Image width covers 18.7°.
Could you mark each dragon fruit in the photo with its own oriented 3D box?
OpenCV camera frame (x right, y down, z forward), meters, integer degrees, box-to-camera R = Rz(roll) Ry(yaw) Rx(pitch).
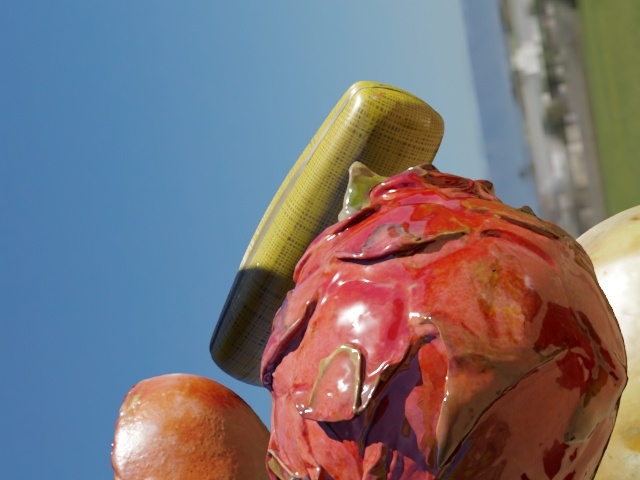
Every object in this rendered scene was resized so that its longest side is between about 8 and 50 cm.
[{"bbox_3d":[0.055,0.064,0.889,0.172,0.172,0.210,73,-156,-52],"label":"dragon fruit"}]

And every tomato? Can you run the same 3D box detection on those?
[{"bbox_3d":[-0.052,0.150,1.137,0.155,0.069,0.156,45,-145,-44],"label":"tomato"}]

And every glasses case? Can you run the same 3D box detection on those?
[{"bbox_3d":[0.000,0.000,1.290,0.234,0.079,0.064,-60,27,23],"label":"glasses case"}]

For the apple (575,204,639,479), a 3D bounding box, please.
[{"bbox_3d":[0.345,0.124,1.696,0.338,0.305,0.338,53,-163,-24],"label":"apple"}]
